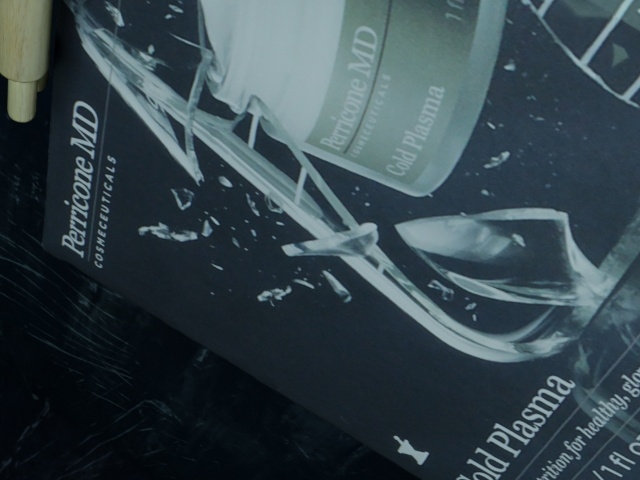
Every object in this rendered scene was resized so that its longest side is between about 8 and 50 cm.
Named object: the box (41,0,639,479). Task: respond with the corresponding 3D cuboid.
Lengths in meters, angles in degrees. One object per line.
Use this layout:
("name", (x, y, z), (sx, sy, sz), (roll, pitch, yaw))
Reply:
("box", (0.100, -0.105, 0.680), (0.472, 0.297, 0.479), (31, 138, 10))

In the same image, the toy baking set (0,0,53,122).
("toy baking set", (-0.166, -0.200, 0.592), (0.030, 0.196, 0.256), (4, 146, -15))
